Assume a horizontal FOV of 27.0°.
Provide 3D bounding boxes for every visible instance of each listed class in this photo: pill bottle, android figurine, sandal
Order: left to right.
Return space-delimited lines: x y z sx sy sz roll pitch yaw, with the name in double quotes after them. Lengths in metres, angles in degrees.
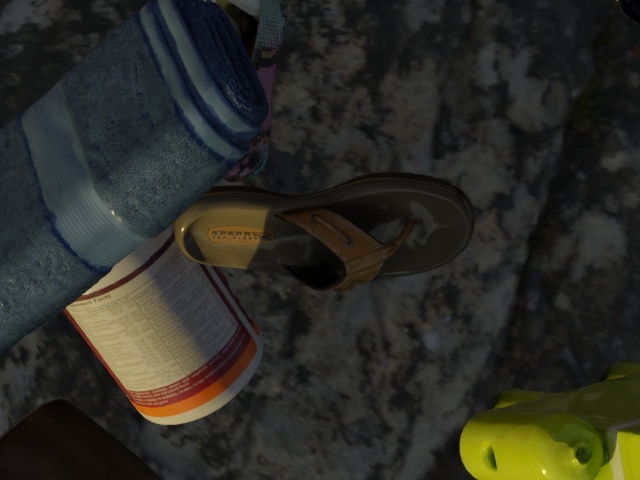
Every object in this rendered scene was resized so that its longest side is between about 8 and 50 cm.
-0.145 0.030 1.044 0.121 0.121 0.221 -37 119 -12 "pill bottle"
0.000 0.000 0.955 0.219 0.060 0.090 2 129 3 "sandal"
0.207 0.097 0.725 0.248 0.273 0.056 -10 90 -20 "android figurine"

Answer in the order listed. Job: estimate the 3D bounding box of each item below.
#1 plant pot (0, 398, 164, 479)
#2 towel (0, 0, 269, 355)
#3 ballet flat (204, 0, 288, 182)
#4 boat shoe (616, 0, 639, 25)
-0.124 0.251 0.842 0.230 0.215 0.215 29 87 10 "plant pot"
-0.067 -0.014 0.365 0.119 0.067 0.029 -38 133 12 "towel"
-0.073 -0.152 1.086 0.079 0.077 0.221 34 49 -40 "ballet flat"
0.285 -0.223 1.060 0.127 0.340 0.113 37 82 -13 "boat shoe"
